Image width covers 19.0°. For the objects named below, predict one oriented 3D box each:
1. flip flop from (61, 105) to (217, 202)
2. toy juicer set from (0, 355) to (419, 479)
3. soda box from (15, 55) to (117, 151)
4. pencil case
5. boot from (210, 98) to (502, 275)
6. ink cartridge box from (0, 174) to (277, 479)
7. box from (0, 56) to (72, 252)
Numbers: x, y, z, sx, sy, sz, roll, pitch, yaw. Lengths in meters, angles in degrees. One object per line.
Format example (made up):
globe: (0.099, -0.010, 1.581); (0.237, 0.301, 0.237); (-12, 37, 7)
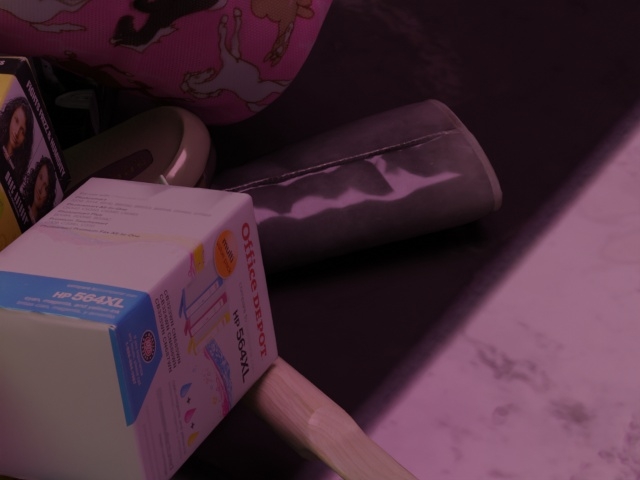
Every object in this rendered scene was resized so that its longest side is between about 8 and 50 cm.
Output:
flip flop: (-0.184, 0.002, 0.982); (0.277, 0.080, 0.112); (-29, 42, 2)
toy juicer set: (-0.104, 0.136, 0.879); (0.329, 0.089, 0.209); (-10, 27, -5)
soda box: (-0.153, -0.098, 1.151); (0.053, 0.060, 0.169); (3, 41, 2)
pencil case: (-0.167, -0.161, 0.945); (0.386, 0.167, 0.160); (11, 39, -49)
boot: (0.001, -0.001, 1.047); (0.208, 0.076, 0.189); (-6, 44, -18)
ink cartridge box: (-0.086, 0.036, 0.868); (0.090, 0.092, 0.143); (7, 31, 26)
box: (-0.180, 0.023, 0.853); (0.058, 0.087, 0.232); (2, 46, 16)
